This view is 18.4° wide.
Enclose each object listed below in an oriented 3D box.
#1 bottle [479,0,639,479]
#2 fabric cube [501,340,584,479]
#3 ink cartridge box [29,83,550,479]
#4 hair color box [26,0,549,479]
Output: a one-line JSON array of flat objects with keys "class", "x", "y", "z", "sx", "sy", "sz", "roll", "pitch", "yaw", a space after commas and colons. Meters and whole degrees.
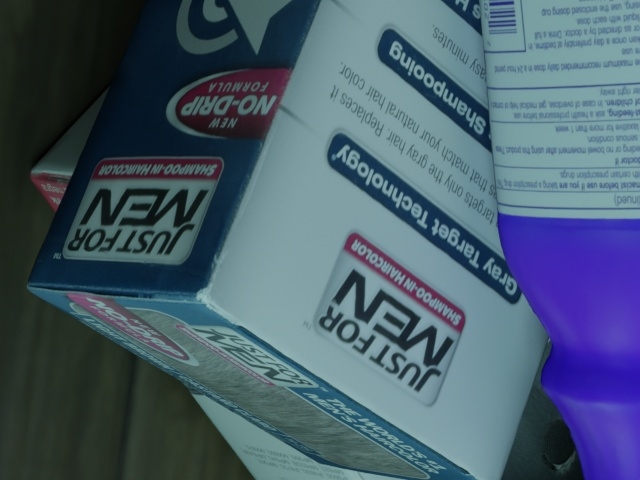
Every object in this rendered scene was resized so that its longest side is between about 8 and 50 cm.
[{"class": "bottle", "x": 0.119, "y": -0.022, "z": 0.690, "sx": 0.092, "sy": 0.118, "sz": 0.282, "roll": -14, "pitch": 101, "yaw": -44}, {"class": "fabric cube", "x": 0.239, "y": 0.131, "z": 0.989, "sx": 0.258, "sy": 0.254, "sz": 0.259, "roll": 45, "pitch": 64, "yaw": -37}, {"class": "ink cartridge box", "x": 0.000, "y": 0.000, "z": 0.868, "sx": 0.158, "sy": 0.092, "sz": 0.218, "roll": -51, "pitch": 122, "yaw": -28}, {"class": "hair color box", "x": 0.038, "y": -0.098, "z": 0.764, "sx": 0.174, "sy": 0.105, "sz": 0.347, "roll": 36, "pitch": 67, "yaw": -39}]
